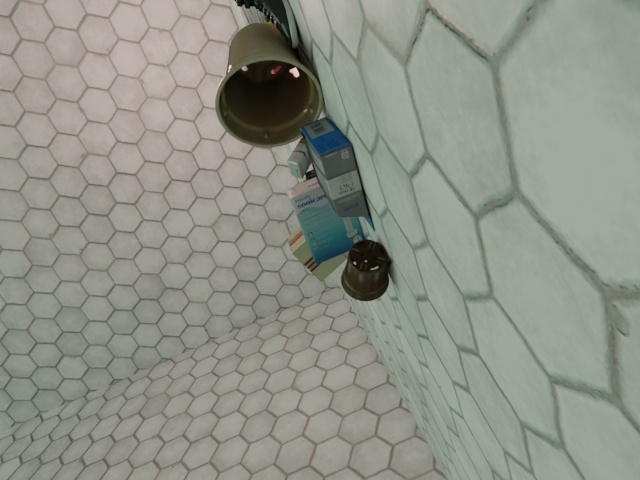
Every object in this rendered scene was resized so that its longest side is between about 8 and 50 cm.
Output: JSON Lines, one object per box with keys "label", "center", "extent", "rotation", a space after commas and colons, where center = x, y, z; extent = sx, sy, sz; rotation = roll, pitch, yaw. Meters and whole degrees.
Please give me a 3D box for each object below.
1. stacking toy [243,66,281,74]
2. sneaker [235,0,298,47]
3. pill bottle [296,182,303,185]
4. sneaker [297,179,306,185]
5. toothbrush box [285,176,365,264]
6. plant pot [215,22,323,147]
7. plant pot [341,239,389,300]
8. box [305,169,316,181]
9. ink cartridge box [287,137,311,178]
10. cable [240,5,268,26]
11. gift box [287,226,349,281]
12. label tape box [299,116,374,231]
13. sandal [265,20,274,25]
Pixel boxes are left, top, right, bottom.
{"label": "stacking toy", "center": [-0.219, -0.692, 1.895], "extent": [0.330, 0.141, 0.141], "rotation": [22, 138, 62]}
{"label": "sneaker", "center": [-0.175, -0.702, 1.361], "extent": [0.104, 0.146, 0.296], "rotation": [-152, 38, -82]}
{"label": "pill bottle", "center": [-0.060, -0.227, 2.317], "extent": [0.221, 0.124, 0.124], "rotation": [7, -122, -67]}
{"label": "sneaker", "center": [-0.061, -0.278, 2.710], "extent": [0.296, 0.109, 0.124], "rotation": [-118, 10, -54]}
{"label": "toothbrush box", "center": [0.022, -0.091, 1.736], "extent": [0.126, 0.216, 0.296], "rotation": [-120, 7, -63]}
{"label": "plant pot", "center": [-0.182, -0.534, 1.484], "extent": [0.334, 0.333, 0.306], "rotation": [72, -175, -55]}
{"label": "plant pot", "center": [0.150, 0.091, 1.498], "extent": [0.165, 0.166, 0.167], "rotation": [85, 163, -57]}
{"label": "box", "center": [0.000, -0.242, 2.127], "extent": [0.156, 0.093, 0.158], "rotation": [84, 162, -78]}
{"label": "ink cartridge box", "center": [-0.085, -0.377, 2.074], "extent": [0.063, 0.151, 0.109], "rotation": [20, 155, 20]}
{"label": "cable", "center": [-0.262, -0.892, 1.943], "extent": [0.257, 0.089, 0.257], "rotation": [72, 174, -56]}
{"label": "gift box", "center": [0.000, 0.000, 2.201], "extent": [0.276, 0.258, 0.255], "rotation": [46, -174, -26]}
{"label": "label tape box", "center": [0.054, -0.196, 1.470], "extent": [0.241, 0.105, 0.334], "rotation": [-116, 5, -53]}
{"label": "sandal", "center": [-0.192, -0.733, 1.687], "extent": [0.317, 0.126, 0.138], "rotation": [-116, 0, -60]}
